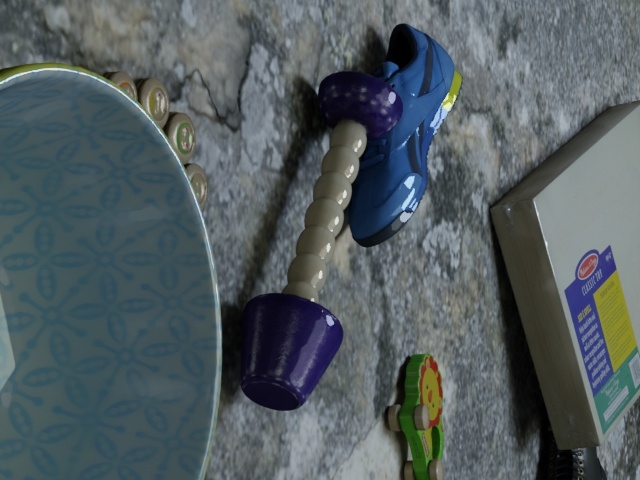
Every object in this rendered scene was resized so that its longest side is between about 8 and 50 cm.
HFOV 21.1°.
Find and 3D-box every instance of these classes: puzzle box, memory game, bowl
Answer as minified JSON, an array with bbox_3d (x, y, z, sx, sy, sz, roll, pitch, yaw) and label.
[{"bbox_3d":[0.313,0.023,1.885,0.409,0.052,0.272,-34,111,-57],"label":"puzzle box"},{"bbox_3d":[-0.123,-0.020,1.140,0.186,0.012,0.186,-2,92,-62],"label":"memory game"},{"bbox_3d":[-0.188,0.059,0.861,0.289,0.156,0.289,-1,91,-63],"label":"bowl"}]

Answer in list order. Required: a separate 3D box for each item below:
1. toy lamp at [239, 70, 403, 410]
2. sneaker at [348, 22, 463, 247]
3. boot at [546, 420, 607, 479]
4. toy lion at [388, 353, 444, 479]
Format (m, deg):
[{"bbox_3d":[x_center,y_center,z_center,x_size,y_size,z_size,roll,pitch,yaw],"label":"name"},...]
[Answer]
[{"bbox_3d":[0.000,0.000,1.304,0.080,0.080,0.274,56,44,-47],"label":"toy lamp"},{"bbox_3d":[0.054,-0.091,1.431,0.082,0.069,0.209,45,51,-32],"label":"sneaker"},{"bbox_3d":[0.254,0.244,1.810,0.198,0.077,0.137,-33,115,-72],"label":"boot"},{"bbox_3d":[0.093,0.155,1.536,0.096,0.034,0.100,-62,142,-54],"label":"toy lion"}]
